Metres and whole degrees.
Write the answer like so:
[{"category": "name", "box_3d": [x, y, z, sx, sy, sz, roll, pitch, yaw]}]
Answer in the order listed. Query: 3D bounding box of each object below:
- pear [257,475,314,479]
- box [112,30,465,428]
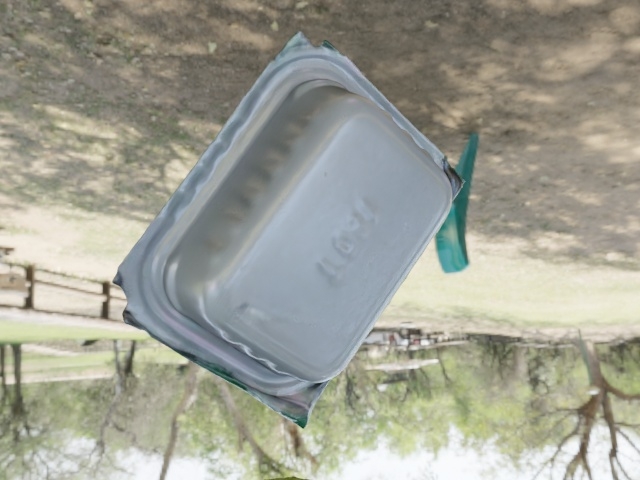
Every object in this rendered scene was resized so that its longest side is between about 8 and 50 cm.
[{"category": "pear", "box_3d": [-0.028, 0.451, 0.622, 0.399, 0.398, 0.165, -1, 173, -14]}, {"category": "box", "box_3d": [0.000, 0.000, 0.612, 0.264, 0.336, 0.106, 38, 174, -27]}]
